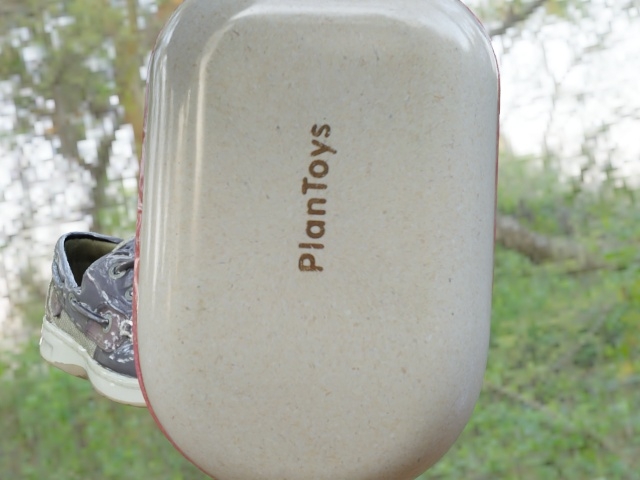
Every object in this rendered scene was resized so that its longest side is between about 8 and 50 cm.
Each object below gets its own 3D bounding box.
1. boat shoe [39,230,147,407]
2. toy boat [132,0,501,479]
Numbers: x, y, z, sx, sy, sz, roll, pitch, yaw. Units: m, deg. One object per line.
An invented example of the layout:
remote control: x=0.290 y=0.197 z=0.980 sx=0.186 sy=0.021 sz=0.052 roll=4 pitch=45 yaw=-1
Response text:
boat shoe: x=-0.104 y=0.040 z=0.980 sx=0.103 sy=0.092 sz=0.285 roll=-14 pitch=10 yaw=-27
toy boat: x=0.000 y=0.000 z=0.705 sx=0.151 sy=0.231 sz=0.151 roll=3 pitch=-5 yaw=4
